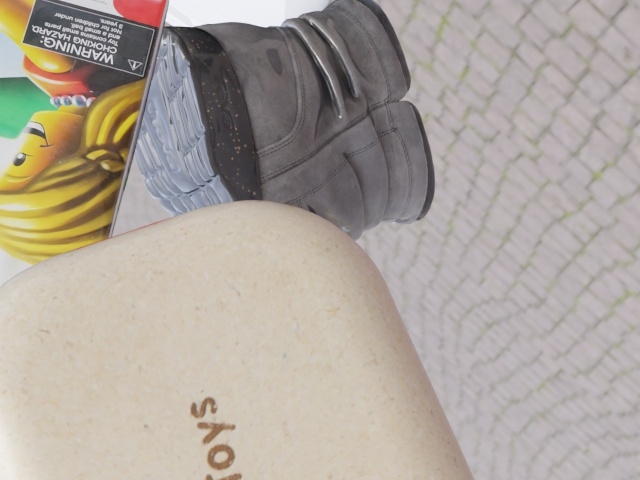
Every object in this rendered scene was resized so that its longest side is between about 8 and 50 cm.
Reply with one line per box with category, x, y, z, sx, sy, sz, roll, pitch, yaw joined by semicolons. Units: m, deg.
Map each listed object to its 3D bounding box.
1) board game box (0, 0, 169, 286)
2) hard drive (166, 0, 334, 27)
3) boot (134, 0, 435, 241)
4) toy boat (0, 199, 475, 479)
board game box;-0.231;-0.052;0.510;0.305;0.193;0.053;14;152;-10
hard drive;-0.042;-0.315;0.903;0.233;0.047;0.353;34;120;3
boot;0.000;0.000;0.872;0.118;0.223;0.338;3;103;47
toy boat;-0.026;0.112;0.411;0.151;0.151;0.231;96;154;-66
